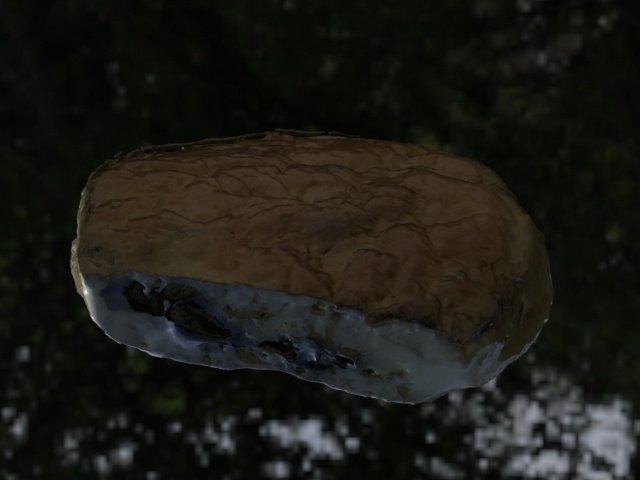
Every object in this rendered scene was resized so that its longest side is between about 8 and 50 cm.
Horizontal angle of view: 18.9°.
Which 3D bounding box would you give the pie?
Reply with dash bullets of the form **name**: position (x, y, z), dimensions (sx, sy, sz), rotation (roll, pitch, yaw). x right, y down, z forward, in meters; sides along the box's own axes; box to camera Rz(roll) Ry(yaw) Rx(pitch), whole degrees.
- **pie**: position (0.000, -0.003, 0.877), dimensions (0.218, 0.052, 0.185), rotation (10, -144, 9)
